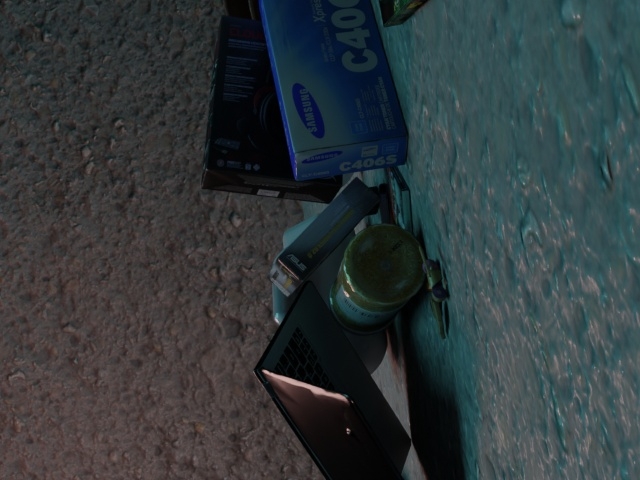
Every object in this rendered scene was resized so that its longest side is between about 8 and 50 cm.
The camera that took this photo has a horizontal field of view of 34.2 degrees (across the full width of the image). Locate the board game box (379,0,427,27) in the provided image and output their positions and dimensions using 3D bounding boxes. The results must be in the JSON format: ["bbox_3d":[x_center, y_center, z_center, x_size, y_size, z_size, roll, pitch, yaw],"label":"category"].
[{"bbox_3d":[0.094,-0.337,1.225,0.259,0.030,0.136,-141,44,-83],"label":"board game box"}]

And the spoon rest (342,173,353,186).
[{"bbox_3d":[0.025,-0.212,2.068,0.137,0.084,0.276,83,-177,-53],"label":"spoon rest"}]

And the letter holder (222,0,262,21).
[{"bbox_3d":[-0.066,-0.451,1.798,0.152,0.214,0.302,-107,9,-60],"label":"letter holder"}]

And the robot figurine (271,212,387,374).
[{"bbox_3d":[0.018,0.129,1.981,0.300,0.199,0.354,19,-128,-42],"label":"robot figurine"}]

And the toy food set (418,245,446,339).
[{"bbox_3d":[0.153,0.065,1.379,0.078,0.019,0.122,-104,-1,-47],"label":"toy food set"}]

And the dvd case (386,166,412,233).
[{"bbox_3d":[0.119,-0.060,1.571,0.119,0.013,0.087,-105,7,-63],"label":"dvd case"}]

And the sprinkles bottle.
[{"bbox_3d":[0.082,0.069,1.615,0.355,0.121,0.121,105,156,-78],"label":"sprinkles bottle"}]

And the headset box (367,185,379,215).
[{"bbox_3d":[0.070,-0.068,1.845,0.083,0.062,0.032,100,160,-75],"label":"headset box"}]

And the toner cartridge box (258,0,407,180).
[{"bbox_3d":[0.012,-0.259,1.549,0.075,0.165,0.348,88,171,-59],"label":"toner cartridge box"}]

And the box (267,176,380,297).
[{"bbox_3d":[0.000,0.000,1.706,0.056,0.183,0.231,44,167,1],"label":"box"}]

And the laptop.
[{"bbox_3d":[0.098,0.290,1.648,0.382,0.236,0.408,59,-149,-19],"label":"laptop"}]

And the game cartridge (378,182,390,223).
[{"bbox_3d":[0.103,-0.057,1.670,0.083,0.017,0.056,-76,-23,-75],"label":"game cartridge"}]

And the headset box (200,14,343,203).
[{"bbox_3d":[-0.070,-0.222,1.673,0.110,0.218,0.293,128,148,-72],"label":"headset box"}]
